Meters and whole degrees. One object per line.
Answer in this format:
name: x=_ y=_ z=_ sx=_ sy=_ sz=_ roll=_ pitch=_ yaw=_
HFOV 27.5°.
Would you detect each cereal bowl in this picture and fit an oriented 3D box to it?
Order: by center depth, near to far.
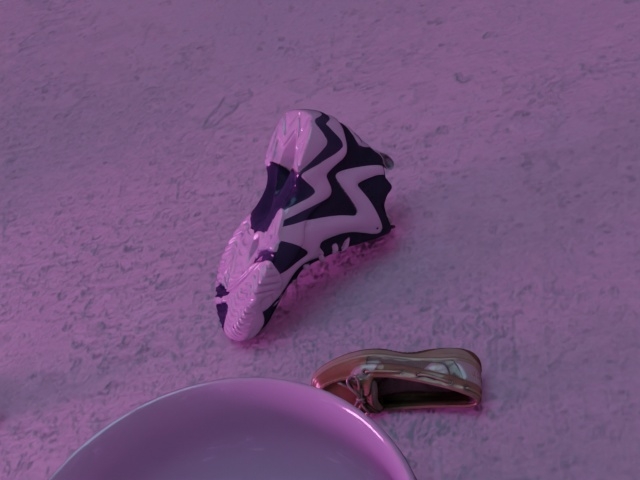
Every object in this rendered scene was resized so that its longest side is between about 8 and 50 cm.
cereal bowl: x=-0.068 y=0.277 z=0.991 sx=0.339 sy=0.141 sz=0.339 roll=-12 pitch=43 yaw=11

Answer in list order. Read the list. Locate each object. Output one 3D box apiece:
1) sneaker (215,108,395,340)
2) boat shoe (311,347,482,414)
sneaker: x=0.000 y=0.000 z=1.285 sx=0.094 sy=0.153 sz=0.235 roll=17 pitch=90 yaw=58
boat shoe: x=0.066 y=0.130 z=1.150 sx=0.153 sy=0.056 sz=0.048 roll=-4 pitch=41 yaw=8
